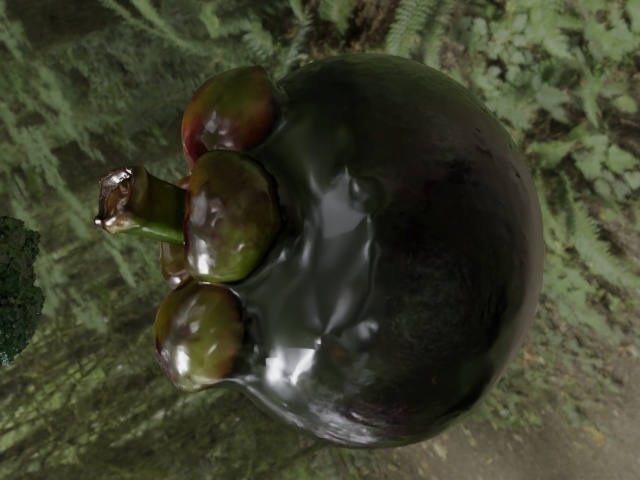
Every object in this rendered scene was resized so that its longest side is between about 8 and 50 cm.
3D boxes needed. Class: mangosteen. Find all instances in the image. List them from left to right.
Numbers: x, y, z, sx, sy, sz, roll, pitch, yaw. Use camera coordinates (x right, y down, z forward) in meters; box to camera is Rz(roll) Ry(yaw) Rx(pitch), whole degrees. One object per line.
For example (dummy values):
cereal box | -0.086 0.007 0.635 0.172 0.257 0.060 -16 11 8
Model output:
mangosteen | 0.000 0.000 0.541 0.275 0.302 0.275 -38 47 54

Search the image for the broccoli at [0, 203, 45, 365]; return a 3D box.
broccoli | -0.359 0.017 0.640 0.270 0.270 0.270 -157 54 -76
